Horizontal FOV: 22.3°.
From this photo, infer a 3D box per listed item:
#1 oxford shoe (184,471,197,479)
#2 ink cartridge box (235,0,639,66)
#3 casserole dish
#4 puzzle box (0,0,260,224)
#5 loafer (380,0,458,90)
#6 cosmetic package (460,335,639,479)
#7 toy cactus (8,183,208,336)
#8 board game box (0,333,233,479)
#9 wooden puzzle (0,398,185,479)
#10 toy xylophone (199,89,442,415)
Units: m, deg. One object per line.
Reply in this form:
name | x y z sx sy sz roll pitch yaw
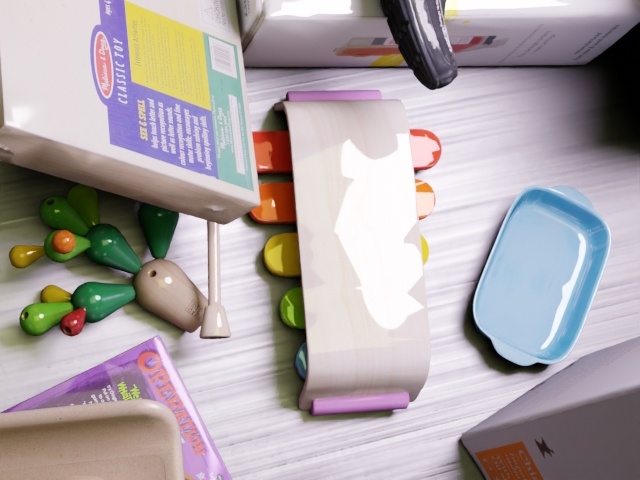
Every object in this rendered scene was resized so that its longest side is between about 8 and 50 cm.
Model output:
oxford shoe | -0.066 0.296 1.375 0.097 0.098 0.271 -40 90 -19
ink cartridge box | 0.096 -0.321 1.572 0.385 0.160 0.279 -2 78 -16
casserole dish | 0.213 0.036 1.590 0.114 0.037 0.188 26 71 -8
puzzle box | -0.189 -0.228 1.416 0.272 0.052 0.409 18 54 -42
loafer | 0.087 -0.242 1.426 0.078 0.076 0.223 -14 79 -9
cosmetic package | 0.307 0.199 1.358 0.161 0.453 0.230 -30 86 -19
toy cactus | -0.171 0.012 1.466 0.180 0.112 0.219 39 62 -14
board game box | -0.157 0.282 1.429 0.208 0.056 0.346 -26 85 -15
wooden puzzle | -0.255 0.316 1.332 0.322 0.080 0.347 -7 86 7
toy xylophone | 0.000 0.000 1.515 0.236 0.081 0.322 6 77 -10
